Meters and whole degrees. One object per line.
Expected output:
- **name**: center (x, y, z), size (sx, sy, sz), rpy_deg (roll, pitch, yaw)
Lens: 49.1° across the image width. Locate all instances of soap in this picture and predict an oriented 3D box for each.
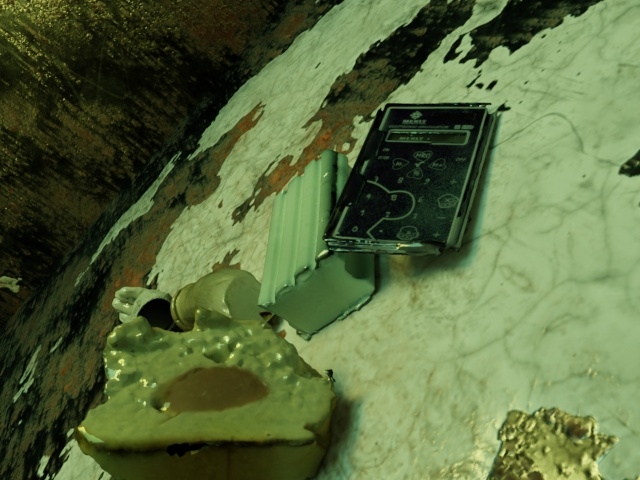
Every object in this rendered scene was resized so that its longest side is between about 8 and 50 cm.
- **soap**: center (0.000, 0.000, 0.961), size (0.150, 0.094, 0.261), rpy_deg (-41, 27, 31)

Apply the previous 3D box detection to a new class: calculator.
- **calculator**: center (0.116, -0.084, 0.862), size (0.166, 0.028, 0.274), rpy_deg (3, 48, 25)

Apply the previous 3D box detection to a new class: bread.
- **bread**: center (-0.098, 0.167, 0.752), size (0.211, 0.224, 0.183), rpy_deg (-31, 35, 19)

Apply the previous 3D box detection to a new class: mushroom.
- **mushroom**: center (-0.146, 0.095, 1.061), size (0.096, 0.108, 0.247), rpy_deg (-16, 8, -33)

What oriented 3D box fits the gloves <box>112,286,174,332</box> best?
- **gloves**: center (-0.335, 0.142, 1.309), size (0.229, 0.097, 0.119), rpy_deg (5, 54, 55)
